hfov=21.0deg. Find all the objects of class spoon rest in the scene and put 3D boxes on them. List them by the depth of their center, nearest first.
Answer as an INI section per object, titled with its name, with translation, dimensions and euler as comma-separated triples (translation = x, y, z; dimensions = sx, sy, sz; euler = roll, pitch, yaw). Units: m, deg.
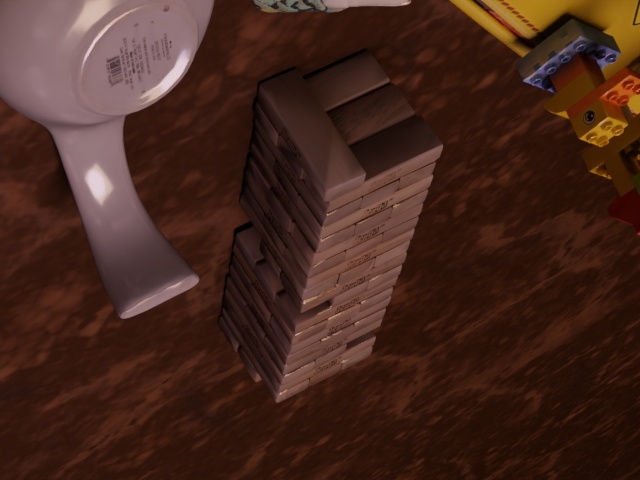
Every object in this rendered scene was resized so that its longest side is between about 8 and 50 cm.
[spoon rest]
translation = -0.116, -0.075, 0.954
dimensions = 0.137, 0.084, 0.276
euler = -26, 144, -22

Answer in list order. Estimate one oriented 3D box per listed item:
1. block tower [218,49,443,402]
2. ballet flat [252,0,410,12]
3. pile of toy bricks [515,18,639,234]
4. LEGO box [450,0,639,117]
[block tower]
translation = 0.000, 0.000, 1.230
dimensions = 0.097, 0.091, 0.335
euler = -26, 158, -20
[ballet flat]
translation = 0.051, -0.171, 0.979
dimensions = 0.188, 0.070, 0.070
euler = -33, 158, -2
[pile of toy bricks]
translation = 0.177, -0.070, 0.657
dimensions = 0.212, 0.105, 0.118
euler = -38, 148, 30
[LEGO box]
translation = 0.182, -0.249, 0.665
dimensions = 0.372, 0.193, 0.500
euler = -32, 151, 20
